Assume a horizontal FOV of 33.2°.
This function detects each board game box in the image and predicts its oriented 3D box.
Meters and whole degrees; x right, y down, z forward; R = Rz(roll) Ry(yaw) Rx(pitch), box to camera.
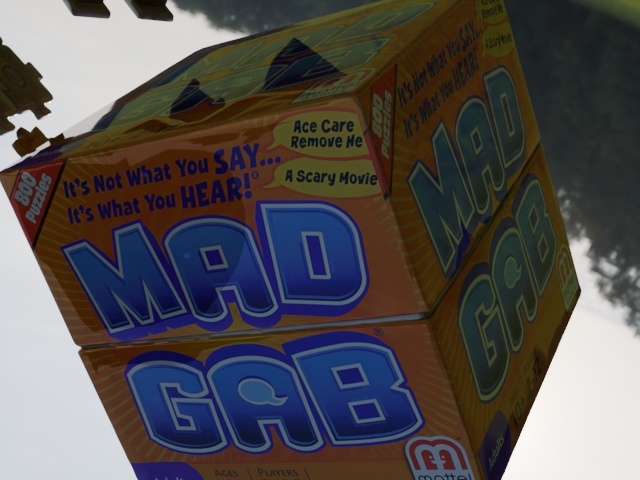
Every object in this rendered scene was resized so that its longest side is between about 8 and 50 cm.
[{"bbox_3d":[0.000,0.000,1.022,0.356,0.356,0.356,-8,-157,30],"label":"board game box"}]

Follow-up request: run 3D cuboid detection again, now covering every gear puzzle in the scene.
[{"bbox_3d":[-0.360,-0.171,1.083,0.339,0.044,0.175,48,-159,-5],"label":"gear puzzle"}]

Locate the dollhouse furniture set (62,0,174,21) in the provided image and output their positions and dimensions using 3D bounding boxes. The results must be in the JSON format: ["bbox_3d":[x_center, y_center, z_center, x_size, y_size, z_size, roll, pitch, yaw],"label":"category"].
[{"bbox_3d":[-0.176,-0.375,1.198,0.242,0.212,0.161,-3,-142,-32],"label":"dollhouse furniture set"}]
